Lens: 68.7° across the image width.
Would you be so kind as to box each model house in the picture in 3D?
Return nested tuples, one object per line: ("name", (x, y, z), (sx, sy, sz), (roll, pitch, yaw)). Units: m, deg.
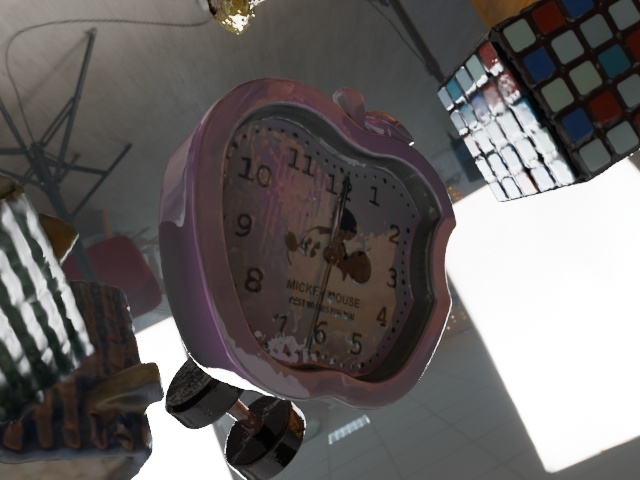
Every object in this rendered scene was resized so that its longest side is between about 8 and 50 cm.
("model house", (-0.434, 0.132, 0.602), (0.399, 0.395, 0.446), (-16, 128, -14))

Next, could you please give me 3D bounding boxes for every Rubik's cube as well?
("Rubik's cube", (0.276, -0.171, 0.543), (0.184, 0.182, 0.187), (-30, 180, -3))

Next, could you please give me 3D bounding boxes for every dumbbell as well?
("dumbbell", (-0.144, 0.293, 0.811), (0.152, 0.218, 0.153), (-30, -156, 15))

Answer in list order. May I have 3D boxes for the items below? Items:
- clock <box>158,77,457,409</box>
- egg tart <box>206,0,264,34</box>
("clock", (0.000, 0.000, 0.491), (0.338, 0.339, 0.102), (-20, -177, -38))
("egg tart", (-0.088, -0.403, 0.558), (0.115, 0.291, 0.290), (-8, 164, -15))
